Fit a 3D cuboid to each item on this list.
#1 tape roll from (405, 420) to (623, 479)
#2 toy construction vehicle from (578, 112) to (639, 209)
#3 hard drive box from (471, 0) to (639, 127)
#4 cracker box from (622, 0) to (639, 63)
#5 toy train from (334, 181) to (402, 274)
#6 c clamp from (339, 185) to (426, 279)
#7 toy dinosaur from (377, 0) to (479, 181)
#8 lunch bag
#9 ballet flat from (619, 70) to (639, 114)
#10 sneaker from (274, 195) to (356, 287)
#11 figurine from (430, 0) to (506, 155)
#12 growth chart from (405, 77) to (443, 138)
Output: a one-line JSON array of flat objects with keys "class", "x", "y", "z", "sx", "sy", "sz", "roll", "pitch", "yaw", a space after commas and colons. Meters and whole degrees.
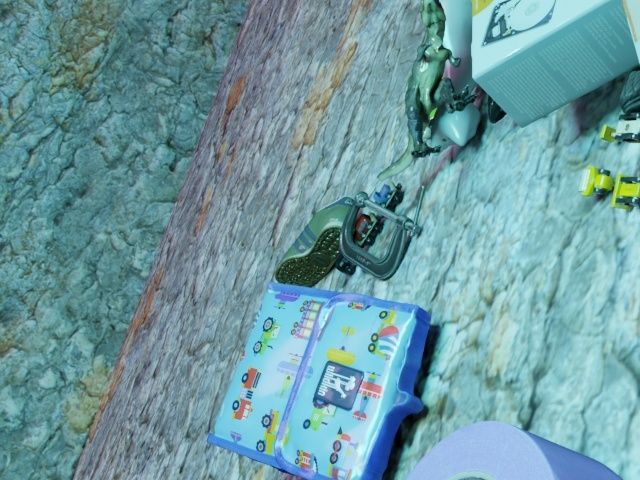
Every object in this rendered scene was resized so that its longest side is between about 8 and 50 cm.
[{"class": "tape roll", "x": 0.132, "y": 0.285, "z": 0.776, "sx": 0.274, "sy": 0.090, "sz": 0.274, "roll": -52, "pitch": 24, "yaw": 34}, {"class": "toy construction vehicle", "x": 0.279, "y": -0.069, "z": 0.910, "sx": 0.098, "sy": 0.035, "sz": 0.085, "roll": -175, "pitch": 97, "yaw": -73}, {"class": "hard drive box", "x": 0.265, "y": -0.244, "z": 0.970, "sx": 0.232, "sy": 0.089, "sz": 0.181, "roll": -28, "pitch": 38, "yaw": 33}, {"class": "cracker box", "x": 0.301, "y": -0.099, "z": 0.687, "sx": 0.067, "sy": 0.156, "sz": 0.232, "roll": -50, "pitch": 24, "yaw": 39}, {"class": "toy train", "x": 0.065, "y": -0.019, "z": 1.401, "sx": 0.158, "sy": 0.036, "sz": 0.027, "roll": -57, "pitch": 20, "yaw": 22}, {"class": "c clamp", "x": 0.080, "y": -0.021, "z": 1.335, "sx": 0.161, "sy": 0.022, "sz": 0.137, "roll": 24, "pitch": 104, "yaw": 54}, {"class": "toy dinosaur", "x": 0.128, "y": -0.163, "z": 1.204, "sx": 0.118, "sy": 0.064, "sz": 0.268, "roll": -115, "pitch": 33, "yaw": -53}, {"class": "lunch bag", "x": 0.023, "y": 0.181, "z": 1.184, "sx": 0.293, "sy": 0.138, "sz": 0.220, "roll": 0, "pitch": 66, "yaw": 56}, {"class": "ballet flat", "x": 0.318, "y": -0.155, "z": 0.858, "sx": 0.173, "sy": 0.058, "sz": 0.049, "roll": 147, "pitch": 131, "yaw": -60}, {"class": "sneaker", "x": 0.000, "y": 0.000, "z": 1.525, "sx": 0.192, "sy": 0.064, "sz": 0.086, "roll": -43, "pitch": 22, "yaw": 48}, {"class": "figurine", "x": 0.198, "y": -0.219, "z": 1.209, "sx": 0.215, "sy": 0.092, "sz": 0.209, "roll": 151, "pitch": 129, "yaw": -61}, {"class": "growth chart", "x": 0.191, "y": -0.265, "z": 1.395, "sx": 0.237, "sy": 0.021, "sz": 0.172, "roll": -59, "pitch": 21, "yaw": 19}]
